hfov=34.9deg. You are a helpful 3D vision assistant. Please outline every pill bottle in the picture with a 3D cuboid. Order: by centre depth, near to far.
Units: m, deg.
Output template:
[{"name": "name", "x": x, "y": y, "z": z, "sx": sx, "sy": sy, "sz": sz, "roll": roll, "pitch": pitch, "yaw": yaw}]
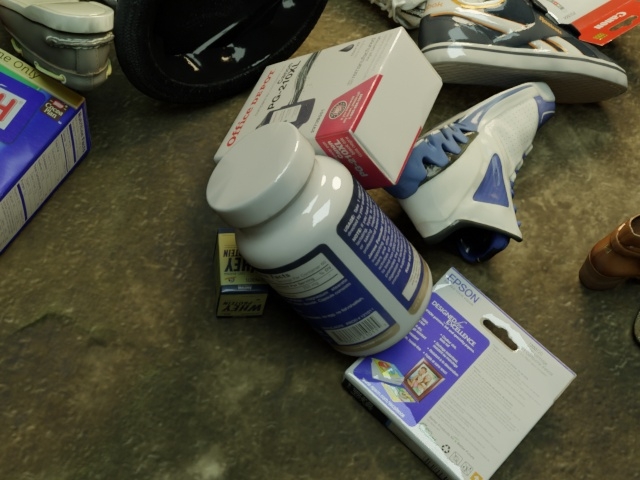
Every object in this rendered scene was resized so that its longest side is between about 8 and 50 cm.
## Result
[{"name": "pill bottle", "x": 0.000, "y": 0.000, "z": 1.143, "sx": 0.264, "sy": 0.153, "sz": 0.153, "roll": 48, "pitch": 54, "yaw": -34}]

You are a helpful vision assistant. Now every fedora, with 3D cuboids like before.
[{"name": "fedora", "x": -0.142, "y": -0.336, "z": 1.302, "sx": 0.334, "sy": 0.334, "sz": 0.152, "roll": -29, "pitch": 56, "yaw": -23}]

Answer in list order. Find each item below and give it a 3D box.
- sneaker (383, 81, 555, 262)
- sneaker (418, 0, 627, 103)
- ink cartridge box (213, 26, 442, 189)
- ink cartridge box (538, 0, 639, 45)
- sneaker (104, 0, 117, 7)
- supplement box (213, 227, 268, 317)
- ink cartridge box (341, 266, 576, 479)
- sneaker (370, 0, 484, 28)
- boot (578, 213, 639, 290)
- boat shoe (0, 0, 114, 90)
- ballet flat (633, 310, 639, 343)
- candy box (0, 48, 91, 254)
[{"name": "sneaker", "x": 0.204, "y": -0.075, "z": 1.323, "sx": 0.315, "sy": 0.127, "sz": 0.182, "roll": -32, "pitch": 97, "yaw": -40}, {"name": "sneaker", "x": 0.285, "y": -0.272, "z": 1.398, "sx": 0.321, "sy": 0.126, "sz": 0.127, "roll": 7, "pitch": 77, "yaw": -24}, {"name": "ink cartridge box", "x": 0.006, "y": -0.144, "z": 1.240, "sx": 0.100, "sy": 0.237, "sz": 0.172, "roll": 47, "pitch": 55, "yaw": -32}, {"name": "ink cartridge box", "x": 0.387, "y": -0.350, "z": 1.489, "sx": 0.145, "sy": 0.045, "sz": 0.179, "roll": -31, "pitch": 37, "yaw": -23}, {"name": "sneaker", "x": -0.231, "y": -0.474, "z": 1.432, "sx": 0.210, "sy": 0.137, "sz": 0.366, "roll": 41, "pitch": 68, "yaw": 10}, {"name": "supplement box", "x": -0.096, "y": 0.040, "z": 1.214, "sx": 0.056, "sy": 0.083, "sz": 0.083, "roll": -1, "pitch": 64, "yaw": -10}, {"name": "ink cartridge box", "x": 0.167, "y": 0.168, "z": 1.221, "sx": 0.206, "sy": 0.045, "sz": 0.208, "roll": 43, "pitch": 64, "yaw": 12}, {"name": "sneaker", "x": 0.105, "y": -0.376, "z": 1.467, "sx": 0.292, "sy": 0.110, "sz": 0.118, "roll": 15, "pitch": 70, "yaw": -3}, {"name": "boot", "x": 0.440, "y": 0.001, "z": 1.301, "sx": 0.197, "sy": 0.152, "sz": 0.073, "roll": -18, "pitch": 67, "yaw": -19}, {"name": "boat shoe", "x": -0.334, "y": -0.258, "z": 1.257, "sx": 0.109, "sy": 0.091, "sz": 0.305, "roll": -9, "pitch": 23, "yaw": -28}, {"name": "ballet flat", "x": 0.492, "y": 0.070, "z": 1.324, "sx": 0.206, "sy": 0.067, "sz": 0.073, "roll": -34, "pitch": 75, "yaw": -24}, {"name": "candy box", "x": -0.469, "y": -0.096, "z": 1.190, "sx": 0.268, "sy": 0.122, "sz": 0.317, "roll": 29, "pitch": 60, "yaw": 5}]
